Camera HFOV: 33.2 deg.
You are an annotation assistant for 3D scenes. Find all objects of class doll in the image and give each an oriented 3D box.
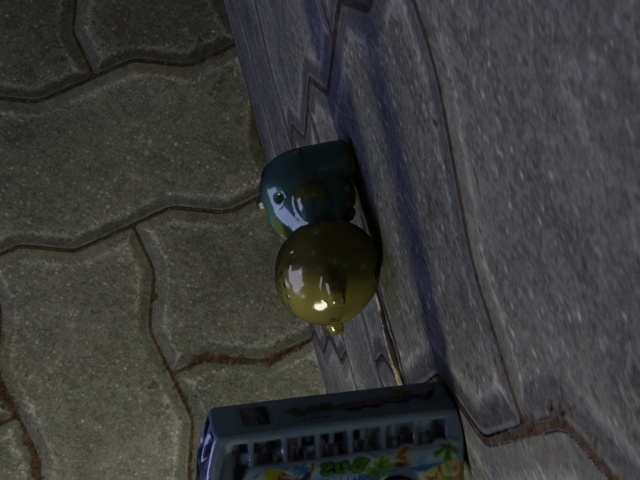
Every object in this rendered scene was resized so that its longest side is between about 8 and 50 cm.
[{"bbox_3d":[0.000,0.000,1.597,0.177,0.162,0.260,92,165,-66],"label":"doll"}]

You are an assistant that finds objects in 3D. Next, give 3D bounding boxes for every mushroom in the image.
[{"bbox_3d":[0.100,0.130,1.679,0.026,0.028,0.286,-16,89,42],"label":"mushroom"}]

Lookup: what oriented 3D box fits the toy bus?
[{"bbox_3d":[0.009,0.261,1.317,0.109,0.330,0.136,-118,24,-64],"label":"toy bus"}]
